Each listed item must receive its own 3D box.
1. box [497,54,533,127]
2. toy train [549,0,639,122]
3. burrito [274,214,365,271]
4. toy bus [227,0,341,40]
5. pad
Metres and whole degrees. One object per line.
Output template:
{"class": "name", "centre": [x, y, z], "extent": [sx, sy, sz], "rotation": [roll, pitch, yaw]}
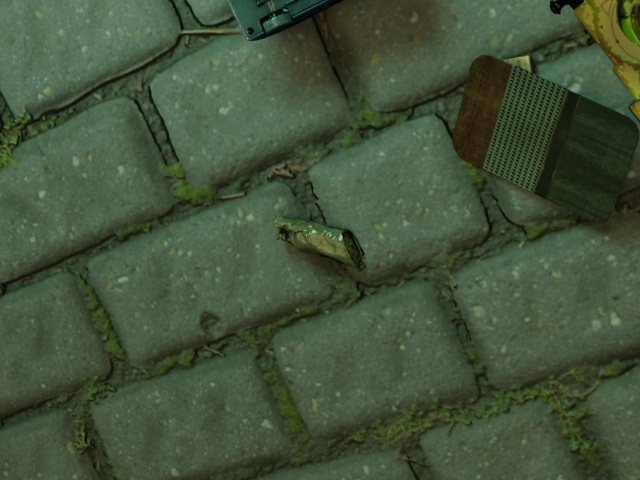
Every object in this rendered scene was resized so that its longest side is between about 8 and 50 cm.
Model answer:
{"class": "box", "centre": [0.266, -0.203, 1.560], "extent": [0.058, 0.015, 0.093], "rotation": [-7, 101, 22]}
{"class": "toy train", "centre": [0.410, -0.265, 1.436], "extent": [0.160, 0.100, 0.296], "rotation": [-36, 89, 28]}
{"class": "burrito", "centre": [0.000, 0.000, 1.714], "extent": [0.149, 0.041, 0.055], "rotation": [19, 125, 13]}
{"class": "toy bus", "centre": [-0.005, -0.371, 1.558], "extent": [0.246, 0.134, 0.113], "rotation": [-22, 94, 27]}
{"class": "pad", "centre": [0.293, -0.188, 1.469], "extent": [0.250, 0.055, 0.323], "rotation": [29, 148, 23]}
